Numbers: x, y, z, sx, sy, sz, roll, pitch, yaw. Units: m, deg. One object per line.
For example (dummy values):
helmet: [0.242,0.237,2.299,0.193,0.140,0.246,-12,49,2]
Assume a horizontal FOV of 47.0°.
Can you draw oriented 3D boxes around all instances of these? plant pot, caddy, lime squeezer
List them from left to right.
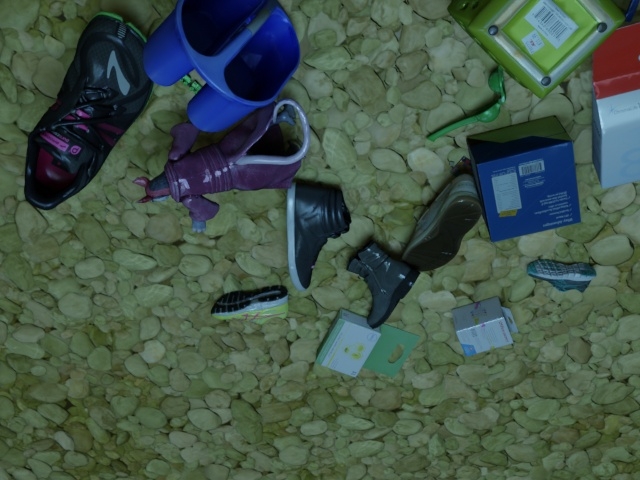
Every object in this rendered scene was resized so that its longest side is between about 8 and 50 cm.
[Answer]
caddy: [-0.167,-0.365,1.373,0.179,0.341,0.241,-27,115,37]
lime squeezer: [0.344,-0.320,1.543,0.110,0.059,0.310,37,124,18]
plant pot: [0.390,-0.406,1.321,0.228,0.207,0.227,39,113,-16]

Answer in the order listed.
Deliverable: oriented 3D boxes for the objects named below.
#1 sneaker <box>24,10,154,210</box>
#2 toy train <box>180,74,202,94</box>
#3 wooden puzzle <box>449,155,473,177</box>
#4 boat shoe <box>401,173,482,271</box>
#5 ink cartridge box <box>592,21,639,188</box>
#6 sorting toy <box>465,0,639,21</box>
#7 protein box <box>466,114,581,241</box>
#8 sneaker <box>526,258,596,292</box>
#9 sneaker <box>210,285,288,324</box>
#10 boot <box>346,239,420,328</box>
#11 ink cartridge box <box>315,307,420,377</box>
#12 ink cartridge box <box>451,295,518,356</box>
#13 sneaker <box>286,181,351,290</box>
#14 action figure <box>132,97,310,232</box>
sneaker: [-0.488,-0.246,1.539,0.185,0.202,0.483,25,122,-14]
toy train: [-0.269,-0.330,1.582,0.083,0.017,0.023,40,107,-21]
wooden puzzle: [0.328,-0.160,1.667,0.083,0.006,0.049,30,121,-16]
boat shoe: [0.277,-0.034,1.703,0.109,0.098,0.302,14,142,-12]
ink cartridge box: [0.699,-0.276,1.442,0.308,0.091,0.385,-13,145,12]
sorting toy: [0.439,-0.489,1.419,0.347,0.047,0.196,-2,118,2]
protein box: [0.440,-0.132,1.597,0.199,0.136,0.201,-13,122,9]
sneaker: [0.581,0.095,1.792,0.166,0.065,0.076,7,128,0]
sneaker: [-0.177,0.183,1.881,0.208,0.081,0.094,-8,125,8]
boot: [0.131,0.103,1.819,0.161,0.083,0.246,34,137,5]
ink cartridge box: [0.125,0.289,1.952,0.235,0.056,0.171,21,122,-8]
ink cartridge box: [0.418,0.214,1.861,0.143,0.090,0.092,-18,121,14]
sneaker: [0.000,0.000,1.733,0.146,0.105,0.296,1,122,4]
action figure: [-0.208,-0.140,1.544,0.370,0.275,0.248,-22,105,-14]
